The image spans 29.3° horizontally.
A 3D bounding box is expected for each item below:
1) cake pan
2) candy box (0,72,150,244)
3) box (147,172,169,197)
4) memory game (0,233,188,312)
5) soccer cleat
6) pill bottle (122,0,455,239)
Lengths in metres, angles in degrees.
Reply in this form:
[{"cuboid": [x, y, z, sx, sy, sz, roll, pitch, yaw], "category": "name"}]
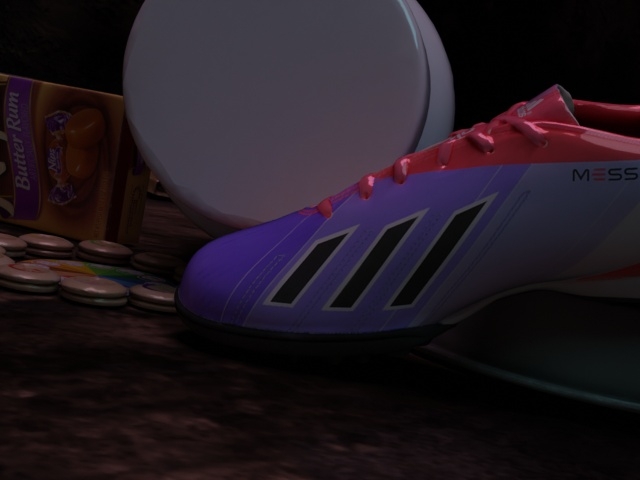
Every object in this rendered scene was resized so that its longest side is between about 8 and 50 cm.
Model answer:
[{"cuboid": [0.178, 0.050, 0.765, 0.293, 0.054, 0.293, 10, 6, -1], "category": "cake pan"}, {"cuboid": [-0.218, -0.067, 0.918, 0.187, 0.109, 0.053, 12, 6, 24], "category": "candy box"}, {"cuboid": [-0.140, -0.062, 1.386, 0.164, 0.021, 0.201, 7, 7, -26], "category": "box"}, {"cuboid": [-0.135, 0.017, 0.741, 0.186, 0.012, 0.186, 10, 7, -1], "category": "memory game"}, {"cuboid": [0.079, -0.019, 0.617, 0.318, 0.116, 0.108, -8, 28, -1], "category": "soccer cleat"}, {"cuboid": [-0.009, -0.086, 0.847, 0.204, 0.204, 0.361, 11, 1, 6], "category": "pill bottle"}]
